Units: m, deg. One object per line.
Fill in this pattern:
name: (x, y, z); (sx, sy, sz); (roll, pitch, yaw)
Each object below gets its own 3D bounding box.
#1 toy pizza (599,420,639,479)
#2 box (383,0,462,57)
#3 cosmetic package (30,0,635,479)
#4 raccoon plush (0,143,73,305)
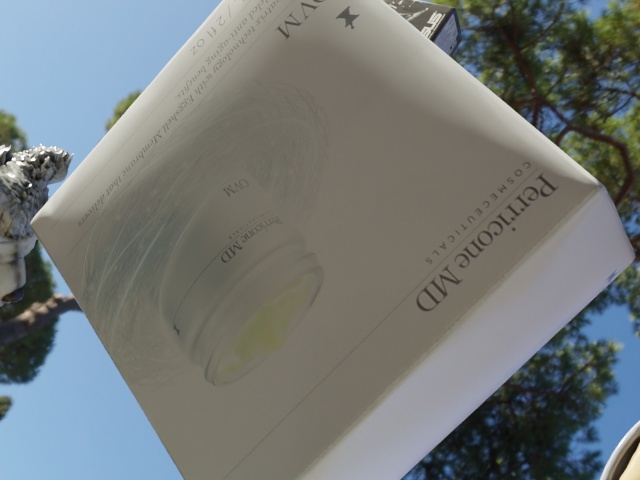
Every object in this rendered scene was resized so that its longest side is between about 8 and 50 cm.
toy pizza: (0.229, 0.165, 0.356); (0.201, 0.201, 0.032); (43, -26, 16)
box: (0.033, -0.193, 0.892); (0.183, 0.231, 0.056); (23, -19, 30)
cosmetic package: (0.000, 0.000, 0.411); (0.224, 0.138, 0.224); (-47, -118, 9)
raccoon plush: (-0.480, -0.087, 0.759); (0.446, 0.216, 0.299); (42, -62, -14)
